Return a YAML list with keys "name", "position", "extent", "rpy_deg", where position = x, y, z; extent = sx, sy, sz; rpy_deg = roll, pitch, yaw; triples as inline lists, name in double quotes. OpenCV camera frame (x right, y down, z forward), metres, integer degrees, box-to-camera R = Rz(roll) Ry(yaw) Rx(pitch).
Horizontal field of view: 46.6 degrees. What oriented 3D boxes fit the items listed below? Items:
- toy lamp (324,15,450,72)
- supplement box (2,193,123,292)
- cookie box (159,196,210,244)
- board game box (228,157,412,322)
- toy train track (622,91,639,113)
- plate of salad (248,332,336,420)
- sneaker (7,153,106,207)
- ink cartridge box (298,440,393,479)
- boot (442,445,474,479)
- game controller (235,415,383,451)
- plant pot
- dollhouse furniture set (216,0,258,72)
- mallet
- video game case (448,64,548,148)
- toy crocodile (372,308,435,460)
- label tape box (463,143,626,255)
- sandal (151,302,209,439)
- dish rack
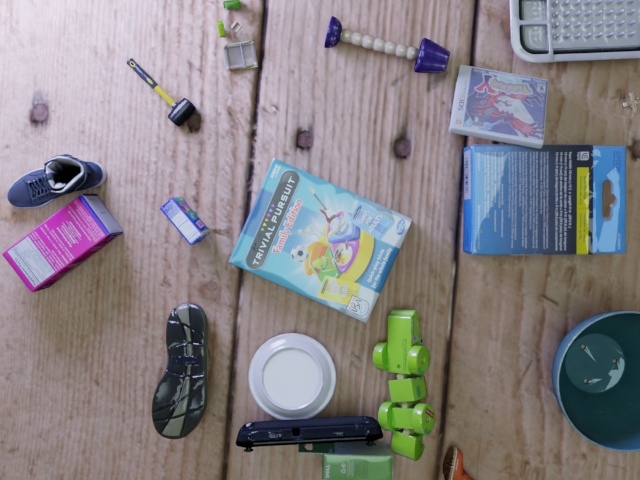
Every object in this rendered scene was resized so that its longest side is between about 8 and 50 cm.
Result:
- name: "toy lamp"
  position: [0.148, -0.429, 1.643]
  extent: [0.274, 0.080, 0.080]
  rpy_deg: [14, 92, -1]
- name: "supplement box"
  position: [-0.568, 0.004, 1.645]
  extent: [0.220, 0.111, 0.114]
  rpy_deg: [-35, 92, 2]
- name: "cookie box"
  position: [-0.300, -0.045, 1.653]
  extent: [0.040, 0.092, 0.107]
  rpy_deg: [-39, 92, 5]
- name: "board game box"
  position: [0.000, 0.000, 1.660]
  extent: [0.335, 0.079, 0.254]
  rpy_deg: [23, 92, -1]
- name: "toy train track"
  position: [0.725, -0.316, 1.678]
  extent: [0.083, 0.014, 0.048]
  rpy_deg: [-14, 92, 0]
- name: "plate of salad"
  position: [-0.063, 0.310, 1.688]
  extent: [0.199, 0.048, 0.200]
  rpy_deg: [0, 88, 3]
- name: "sneaker"
  position: [-0.600, -0.127, 1.616]
  extent: [0.226, 0.163, 0.086]
  rpy_deg: [-18, 94, 2]
- name: "ink cartridge box"
  position: [0.054, 0.492, 1.665]
  extent: [0.209, 0.109, 0.062]
  rpy_deg: [2, 91, 0]
- name: "boot"
  position: [0.323, 0.543, 1.695]
  extent: [0.084, 0.059, 0.158]
  rpy_deg: [0, 101, -3]
- name: "game controller"
  position: [-0.023, 0.429, 1.634]
  extent: [0.319, 0.166, 0.067]
  rpy_deg: [-3, 70, 1]
- name: "plant pot"
  position: [0.629, 0.286, 1.611]
  extent: [0.290, 0.195, 0.290]
  rpy_deg: [0, 92, 1]
- name: "dollhouse furniture set"
  position: [-0.191, -0.460, 1.670]
  extent: [0.076, 0.058, 0.152]
  rpy_deg: [-11, 111, -7]
- name: "mallet"
  position: [-0.357, -0.346, 1.671]
  extent: [0.062, 0.039, 0.190]
  rpy_deg: [-38, 88, 3]
- name: "video game case"
  position: [0.392, -0.295, 1.624]
  extent: [0.201, 0.023, 0.184]
  rpy_deg: [11, 62, 4]
- name: "toy crocodile"
  position: [0.195, 0.323, 1.664]
  extent: [0.115, 0.105, 0.341]
  rpy_deg: [-6, 87, 36]
- name: "label tape box"
  position: [0.488, -0.088, 1.641]
  extent: [0.333, 0.106, 0.241]
  rpy_deg: [0, 91, 0]
- name: "sandal"
  position: [-0.300, 0.295, 1.676]
  extent: [0.120, 0.086, 0.303]
  rpy_deg: [6, 78, 5]
- name: "dish rack"
  position: [0.576, -0.534, 1.641]
  extent: [0.332, 0.072, 0.286]
  rpy_deg: [-2, 91, 0]
